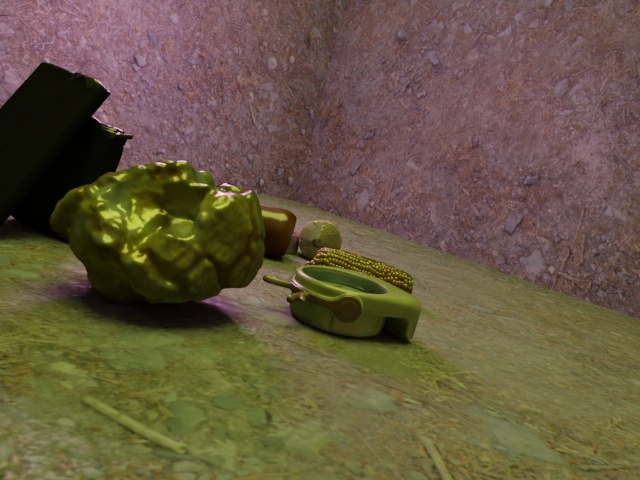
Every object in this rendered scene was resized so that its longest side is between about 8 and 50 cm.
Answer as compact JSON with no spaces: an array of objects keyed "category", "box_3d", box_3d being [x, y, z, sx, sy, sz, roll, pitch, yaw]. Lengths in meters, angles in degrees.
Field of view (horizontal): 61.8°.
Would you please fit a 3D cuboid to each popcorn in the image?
[{"category":"popcorn","box_3d":[-0.268,0.004,0.960,0.334,0.294,0.292,18,-36,6]}]

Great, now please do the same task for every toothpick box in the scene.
[{"category":"toothpick box","box_3d":[-0.231,-0.060,1.648,0.294,0.192,0.192,19,7,-7]}]

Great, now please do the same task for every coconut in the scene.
[{"category":"coconut","box_3d":[0.000,0.000,1.807,0.147,0.147,0.152,15,5,5]}]

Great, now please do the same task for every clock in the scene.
[{"category":"clock","box_3d":[0.035,0.123,1.114,0.308,0.096,0.235,10,10,-32]},{"category":"clock","box_3d":[-0.168,-0.013,1.846,0.196,0.068,0.197,15,8,-2]}]

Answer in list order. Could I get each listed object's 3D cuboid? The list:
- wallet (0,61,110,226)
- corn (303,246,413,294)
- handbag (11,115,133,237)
[{"category":"wallet","box_3d":[-0.660,-0.211,1.165,0.228,0.406,0.062,21,-19,25]},{"category":"corn","box_3d":[0.107,0.088,1.500,0.310,0.102,0.101,13,7,1]},{"category":"handbag","box_3d":[-0.572,-0.155,1.286,0.275,0.302,0.178,19,2,18]}]
